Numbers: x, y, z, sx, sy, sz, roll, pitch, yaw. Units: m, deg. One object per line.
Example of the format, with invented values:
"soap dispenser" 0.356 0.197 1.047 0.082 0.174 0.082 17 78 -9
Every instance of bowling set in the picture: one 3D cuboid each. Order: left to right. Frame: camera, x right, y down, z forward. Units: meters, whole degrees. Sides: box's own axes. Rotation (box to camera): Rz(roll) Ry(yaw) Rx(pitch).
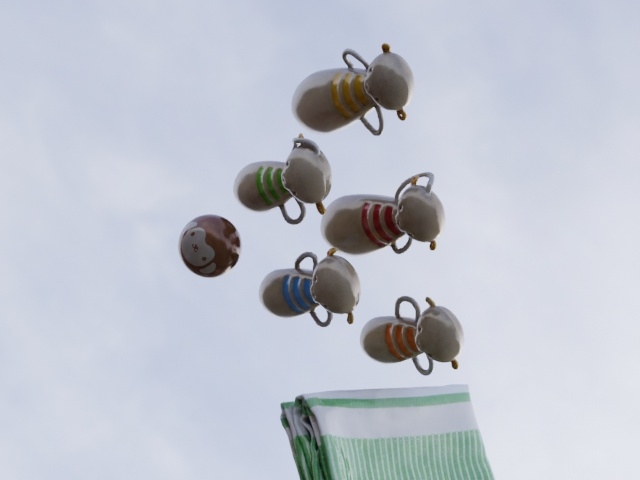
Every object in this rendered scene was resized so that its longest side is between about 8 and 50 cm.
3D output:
"bowling set" 0.000 0.000 1.569 0.154 0.200 0.287 -11 -81 58

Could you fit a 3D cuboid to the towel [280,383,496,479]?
"towel" 0.100 0.278 1.608 0.038 0.248 0.325 -32 -111 36
